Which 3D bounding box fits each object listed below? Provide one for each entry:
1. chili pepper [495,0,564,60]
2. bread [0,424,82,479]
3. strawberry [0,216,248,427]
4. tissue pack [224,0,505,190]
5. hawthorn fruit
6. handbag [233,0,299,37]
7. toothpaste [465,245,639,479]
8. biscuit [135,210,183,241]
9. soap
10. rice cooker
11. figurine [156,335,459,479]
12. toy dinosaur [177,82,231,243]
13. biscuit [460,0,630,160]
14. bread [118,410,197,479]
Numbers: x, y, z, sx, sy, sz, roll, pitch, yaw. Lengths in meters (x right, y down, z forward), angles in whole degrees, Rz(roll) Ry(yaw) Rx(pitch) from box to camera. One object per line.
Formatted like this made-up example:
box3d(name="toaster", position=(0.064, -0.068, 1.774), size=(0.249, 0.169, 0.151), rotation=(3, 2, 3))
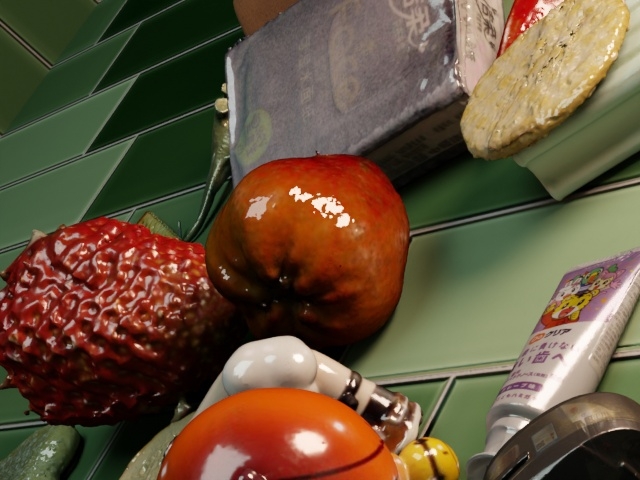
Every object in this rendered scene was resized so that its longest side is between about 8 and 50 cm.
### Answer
box3d(name="chili pepper", position=(0.280, -0.285, 1.905), size=(0.110, 0.110, 0.387), rotation=(-13, 42, 55))
box3d(name="bread", position=(-0.428, 0.365, 2.185), size=(0.286, 0.056, 0.207), rotation=(-44, 21, 13))
box3d(name="strawberry", position=(-0.238, 0.117, 2.018), size=(0.343, 0.292, 0.292), rotation=(16, 65, 50))
box3d(name="tissue pack", position=(0.052, -0.195, 2.043), size=(0.394, 0.124, 0.288), rotation=(-29, 53, 37))
box3d(name="hawthorn fruit", position=(0.000, 0.000, 1.819), size=(0.224, 0.224, 0.261), rotation=(-30, 13, 37))
box3d(name="handbag", position=(-0.043, -0.363, 2.553), size=(0.072, 0.151, 0.193), rotation=(-29, 7, -39))
box3d(name="toothpaste", position=(0.213, 0.104, 1.445), size=(0.114, 0.073, 0.299), rotation=(-23, 25, 45))
box3d(name="biscuit", position=(-0.273, 0.030, 2.490), size=(0.139, 0.016, 0.231), rotation=(-54, 22, -2))
box3d(name="soap", position=(0.320, -0.170, 1.663), size=(0.265, 0.087, 0.160), rotation=(-35, 26, 30))
box3d(name="rice cooker", position=(0.194, 0.191, 1.264), size=(0.165, 0.112, 0.106), rotation=(-37, 19, 18))
box3d(name="figurine", position=(-0.039, 0.213, 1.468), size=(0.320, 0.196, 0.323), rotation=(-14, 19, 5))
box3d(name="toy dinosaur", position=(-0.122, -0.159, 2.458), size=(0.147, 0.076, 0.363), rotation=(95, -161, -61))
box3d(name="biscuit", position=(0.225, -0.169, 1.675), size=(0.220, 0.033, 0.220), rotation=(-40, 24, 22))
box3d(name="bread", position=(-0.154, 0.288, 1.790), size=(0.236, 0.070, 0.236), rotation=(-38, 25, 22))
